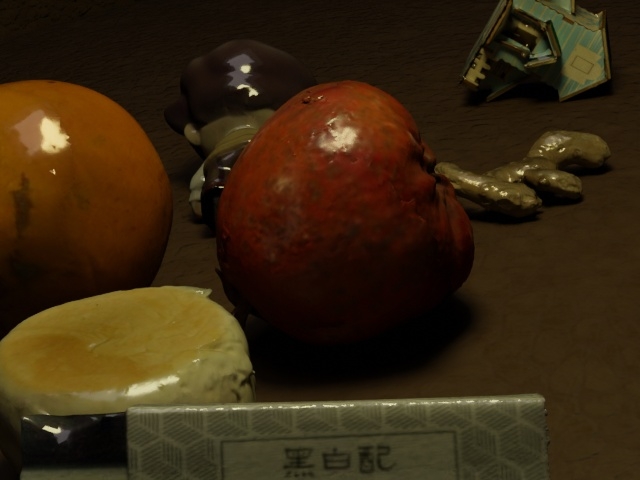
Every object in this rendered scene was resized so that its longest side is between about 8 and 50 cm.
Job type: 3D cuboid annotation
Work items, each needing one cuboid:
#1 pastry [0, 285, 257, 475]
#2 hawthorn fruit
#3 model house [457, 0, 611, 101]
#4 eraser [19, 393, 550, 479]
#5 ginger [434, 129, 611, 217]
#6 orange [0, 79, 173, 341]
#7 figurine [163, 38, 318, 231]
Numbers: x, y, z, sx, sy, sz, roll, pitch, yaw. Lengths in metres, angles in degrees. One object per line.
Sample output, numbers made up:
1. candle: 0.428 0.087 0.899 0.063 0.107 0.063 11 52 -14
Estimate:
1. pastry: -0.177 0.141 1.256 0.265 0.133 0.265 -7 22 3
2. hawthorn fruit: 0.000 0.000 1.427 0.307 0.276 0.276 -39 22 3
3. model house: 0.368 -0.314 2.166 0.206 0.271 0.178 28 22 -2
4. eraser: -0.025 0.173 1.074 0.404 0.098 0.096 -2 -7 1
5. ginger: 0.280 -0.082 1.764 0.259 0.065 0.149 -12 33 -24
6. orange: -0.313 -0.024 1.517 0.312 0.312 0.312 -8 21 3
7. figurine: -0.092 -0.132 1.948 0.218 0.206 0.365 -26 42 16
